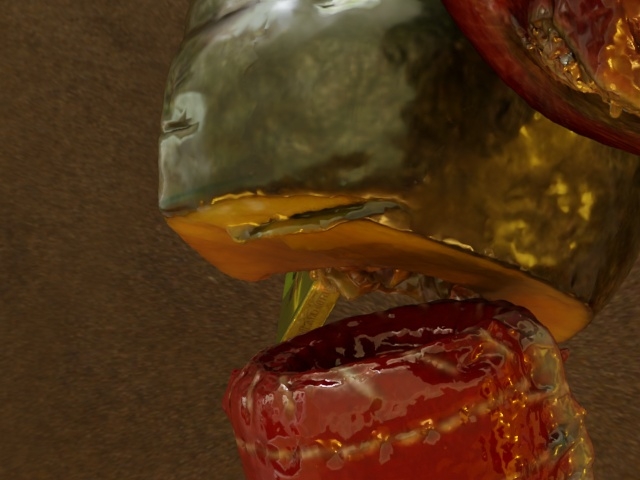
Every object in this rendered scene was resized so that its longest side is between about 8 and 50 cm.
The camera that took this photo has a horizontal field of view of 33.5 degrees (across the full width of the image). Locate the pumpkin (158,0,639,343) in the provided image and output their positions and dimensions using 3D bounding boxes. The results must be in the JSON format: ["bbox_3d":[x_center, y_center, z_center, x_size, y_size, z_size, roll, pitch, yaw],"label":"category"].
[{"bbox_3d":[0.061,-0.074,0.620,0.303,0.256,0.226,11,72,-12],"label":"pumpkin"}]

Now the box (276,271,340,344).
[{"bbox_3d":[0.000,0.000,0.979,0.030,0.193,0.121,19,131,-11],"label":"box"}]

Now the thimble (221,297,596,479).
[{"bbox_3d":[0.039,0.108,0.566,0.163,0.189,0.125,-18,94,-34],"label":"thimble"}]

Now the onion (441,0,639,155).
[{"bbox_3d":[0.127,-0.126,0.385,0.161,0.248,0.248,-22,81,-25],"label":"onion"}]
